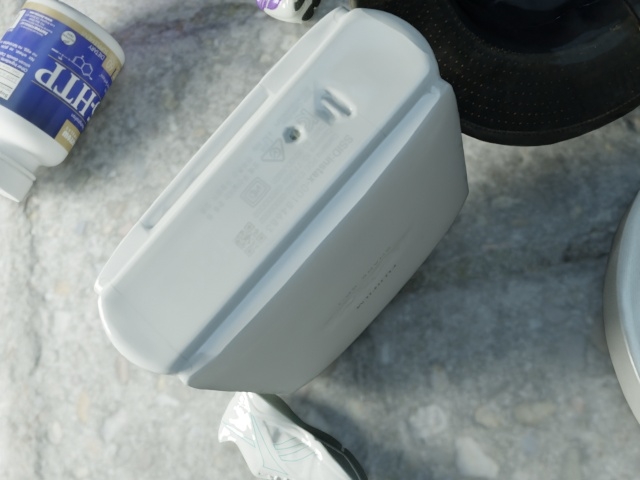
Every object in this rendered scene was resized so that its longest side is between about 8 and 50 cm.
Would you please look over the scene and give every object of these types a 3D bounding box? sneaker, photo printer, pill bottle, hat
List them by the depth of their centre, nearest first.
[{"bbox_3d":[0.167,-0.245,0.584,0.331,0.331,0.134,-17,36,4],"label":"hat"},{"bbox_3d":[0.000,0.000,0.591,0.107,0.307,0.256,41,89,17],"label":"photo printer"},{"bbox_3d":[-0.023,0.186,0.678,0.152,0.053,0.061,32,89,23],"label":"sneaker"},{"bbox_3d":[-0.290,-0.139,0.789,0.112,0.112,0.187,25,79,16],"label":"pill bottle"},{"bbox_3d":[-0.018,-0.312,0.825,0.071,0.068,0.170,22,78,21],"label":"sneaker"}]

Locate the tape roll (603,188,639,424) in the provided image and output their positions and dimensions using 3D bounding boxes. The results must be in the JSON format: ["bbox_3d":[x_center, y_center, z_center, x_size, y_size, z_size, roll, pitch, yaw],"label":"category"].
[{"bbox_3d":[0.432,0.056,0.629,0.392,0.072,0.392,-3,73,8],"label":"tape roll"}]
